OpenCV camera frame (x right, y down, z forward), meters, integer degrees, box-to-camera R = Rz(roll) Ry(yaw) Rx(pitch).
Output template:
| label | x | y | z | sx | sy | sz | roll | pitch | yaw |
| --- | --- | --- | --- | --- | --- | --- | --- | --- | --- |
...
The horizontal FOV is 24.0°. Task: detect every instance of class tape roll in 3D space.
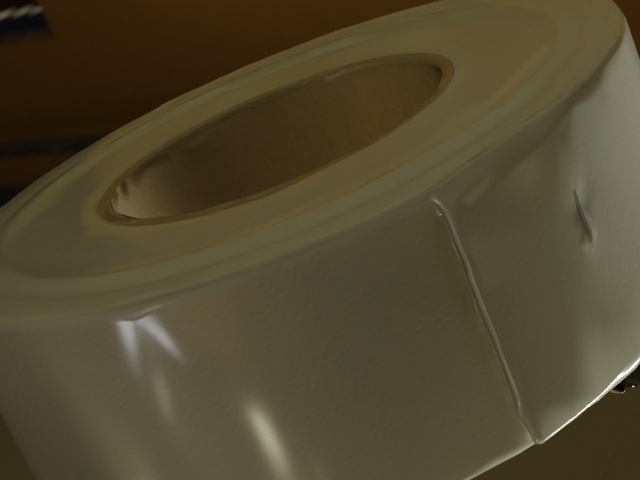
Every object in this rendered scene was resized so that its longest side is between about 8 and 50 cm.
| label | x | y | z | sx | sy | sz | roll | pitch | yaw |
| --- | --- | --- | --- | --- | --- | --- | --- | --- | --- |
| tape roll | 0.000 | 0.000 | 0.596 | 0.286 | 0.100 | 0.286 | -20 | -161 | 7 |

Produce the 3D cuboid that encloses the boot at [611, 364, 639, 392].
| label | x | y | z | sx | sy | sz | roll | pitch | yaw |
| --- | --- | --- | --- | --- | --- | --- | --- | --- | --- |
| boot | 0.299 | 0.099 | 1.078 | 0.284 | 0.377 | 0.138 | 20 | -115 | 8 |
